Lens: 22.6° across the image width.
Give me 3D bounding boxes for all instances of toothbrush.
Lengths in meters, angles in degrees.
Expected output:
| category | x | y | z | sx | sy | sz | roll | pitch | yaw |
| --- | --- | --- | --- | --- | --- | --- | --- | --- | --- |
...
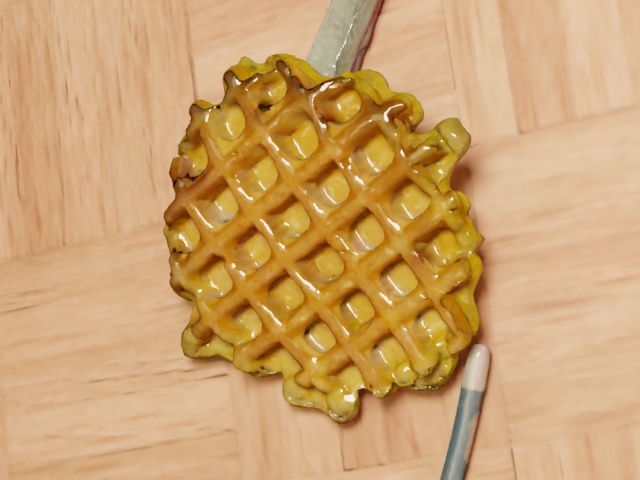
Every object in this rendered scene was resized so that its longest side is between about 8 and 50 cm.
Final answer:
| category | x | y | z | sx | sy | sz | roll | pitch | yaw |
| --- | --- | --- | --- | --- | --- | --- | --- | --- | --- |
| toothbrush | 0.075 | 0.202 | 1.038 | 0.025 | 0.019 | 0.276 | 15 | 91 | 22 |

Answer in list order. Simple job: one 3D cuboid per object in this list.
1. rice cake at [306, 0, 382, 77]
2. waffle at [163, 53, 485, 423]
| category | x | y | z | sx | sy | sz | roll | pitch | yaw |
| --- | --- | --- | --- | --- | --- | --- | --- | --- | --- |
| rice cake | 0.038 | -0.194 | 1.100 | 0.033 | 0.033 | 0.208 | 24 | 95 | 29 |
| waffle | 0.000 | 0.000 | 1.073 | 0.237 | 0.058 | 0.243 | 8 | 101 | 25 |
